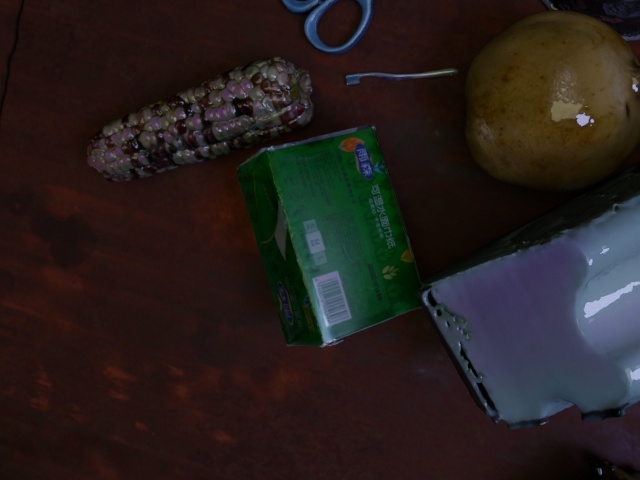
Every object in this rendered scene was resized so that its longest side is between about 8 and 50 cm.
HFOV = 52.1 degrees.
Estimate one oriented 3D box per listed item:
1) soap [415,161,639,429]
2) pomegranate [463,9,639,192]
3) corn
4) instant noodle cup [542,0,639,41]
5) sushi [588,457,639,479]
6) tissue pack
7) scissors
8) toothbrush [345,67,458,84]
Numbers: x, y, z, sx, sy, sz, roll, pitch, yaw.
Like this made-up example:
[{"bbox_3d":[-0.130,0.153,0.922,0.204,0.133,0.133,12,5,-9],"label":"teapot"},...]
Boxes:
[{"bbox_3d":[0.322,0.006,0.612,0.446,0.261,0.156,-29,88,2],"label":"soap"},{"bbox_3d":[0.245,-0.141,0.664,0.196,0.196,0.196,1,94,9],"label":"pomegranate"},{"bbox_3d":[-0.141,-0.137,0.775,0.281,0.092,0.092,-17,91,14],"label":"corn"},{"bbox_3d":[0.322,-0.321,0.625,0.218,0.207,0.217,1,94,10],"label":"instant noodle cup"},{"bbox_3d":[0.324,0.362,0.681,0.213,0.200,0.204,34,100,-8],"label":"sushi"},{"bbox_3d":[0.001,-0.001,0.740,0.148,0.156,0.209,-18,90,-26],"label":"tissue pack"},{"bbox_3d":[0.074,-0.329,0.750,0.256,0.030,0.125,-35,88,12],"label":"scissors"},{"bbox_3d":[0.095,-0.194,0.767,0.131,0.011,0.013,-2,81,9],"label":"toothbrush"}]
